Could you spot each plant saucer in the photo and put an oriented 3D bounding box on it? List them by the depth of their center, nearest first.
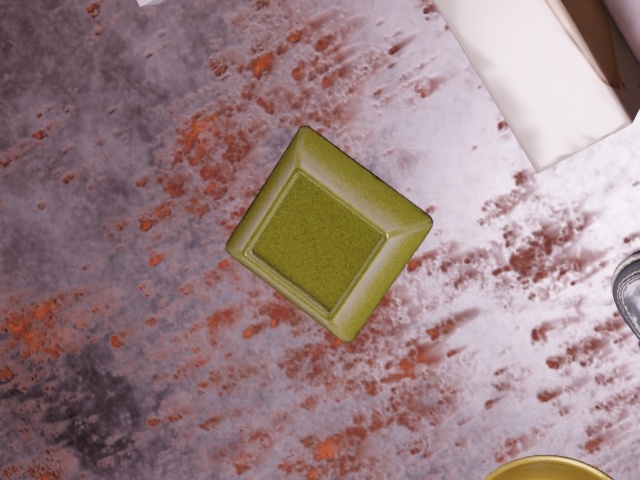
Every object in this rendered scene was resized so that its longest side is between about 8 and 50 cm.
[{"bbox_3d":[0.000,0.000,1.673,0.188,0.045,0.188,37,113,7],"label":"plant saucer"}]

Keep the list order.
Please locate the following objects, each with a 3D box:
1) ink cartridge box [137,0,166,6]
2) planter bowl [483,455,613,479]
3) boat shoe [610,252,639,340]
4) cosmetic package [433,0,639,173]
[{"bbox_3d":[-0.182,-0.341,1.642,0.099,0.056,0.135,-27,94,24],"label":"ink cartridge box"},{"bbox_3d":[0.252,0.357,1.653,0.217,0.090,0.217,5,106,20],"label":"planter bowl"},{"bbox_3d":[0.427,0.134,1.522,0.319,0.099,0.116,43,114,5],"label":"boat shoe"},{"bbox_3d":[0.194,-0.239,1.459,0.113,0.160,0.309,-29,99,26],"label":"cosmetic package"}]
